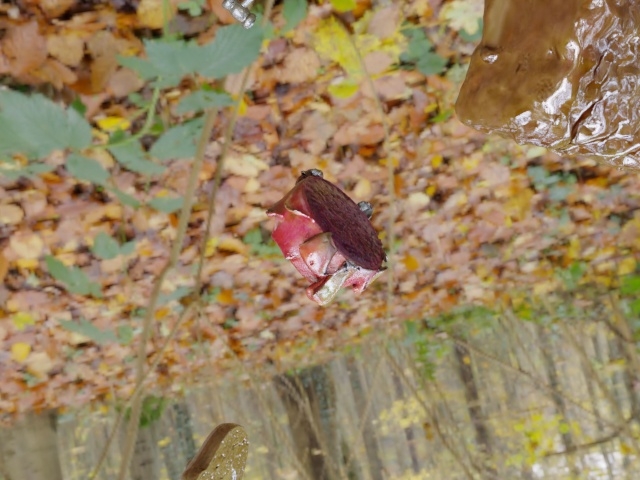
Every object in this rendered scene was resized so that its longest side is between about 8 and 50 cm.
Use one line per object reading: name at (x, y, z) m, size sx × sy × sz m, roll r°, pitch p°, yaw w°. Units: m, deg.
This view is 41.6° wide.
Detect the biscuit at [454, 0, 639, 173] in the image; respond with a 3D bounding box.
biscuit at (0.366, -0.242, 0.943) m, size 0.394 × 0.343 × 0.166 m, roll 4°, pitch -164°, yaw -35°

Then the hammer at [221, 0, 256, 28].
hammer at (-0.041, -0.434, 1.293) m, size 0.058 × 0.029 × 0.292 m, roll 40°, pitch 126°, yaw -22°

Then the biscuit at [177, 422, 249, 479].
biscuit at (-0.186, 0.401, 1.409) m, size 0.049 × 0.181 × 0.208 m, roll 13°, pitch -138°, yaw 17°

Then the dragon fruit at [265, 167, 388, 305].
dragon fruit at (-0.002, 0.000, 0.703) m, size 0.112 × 0.126 × 0.068 m, roll 38°, pitch 116°, yaw -27°
